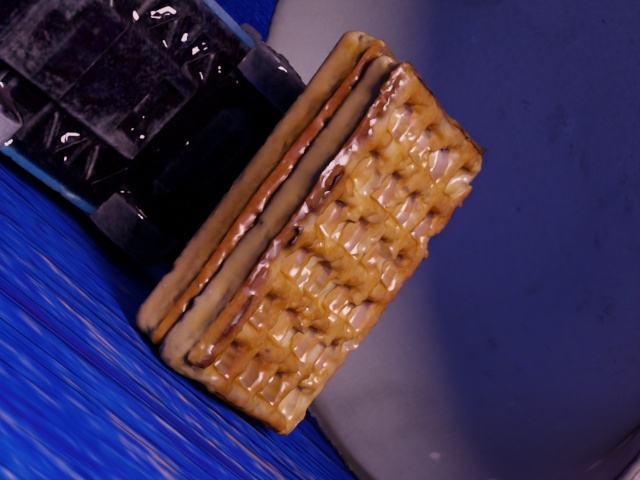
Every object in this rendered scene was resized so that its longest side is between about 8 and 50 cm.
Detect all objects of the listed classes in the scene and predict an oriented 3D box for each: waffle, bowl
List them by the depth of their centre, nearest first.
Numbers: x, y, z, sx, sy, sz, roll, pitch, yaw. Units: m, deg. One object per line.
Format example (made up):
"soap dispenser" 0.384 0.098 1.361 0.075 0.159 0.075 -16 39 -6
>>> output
"waffle" 0.000 0.000 0.616 0.042 0.148 0.102 35 -3 30
"bowl" 0.107 -0.024 0.724 0.146 0.313 0.313 -4 37 -36

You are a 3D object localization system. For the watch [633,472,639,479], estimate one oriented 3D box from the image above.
"watch" 0.230 0.212 0.823 0.217 0.211 0.248 38 9 7

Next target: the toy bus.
"toy bus" -0.096 -0.082 0.668 0.133 0.116 0.234 45 2 38
